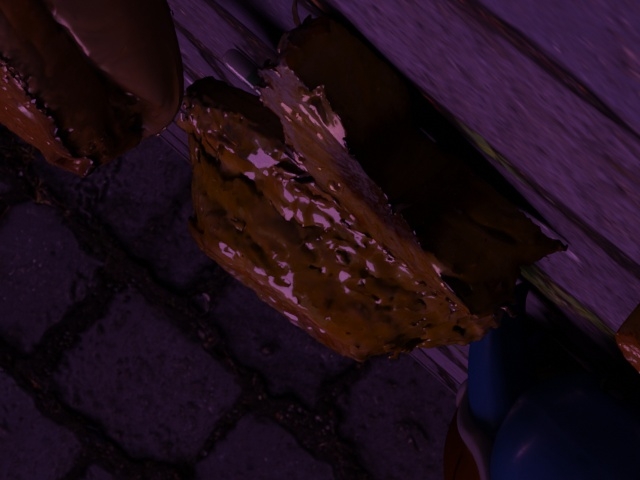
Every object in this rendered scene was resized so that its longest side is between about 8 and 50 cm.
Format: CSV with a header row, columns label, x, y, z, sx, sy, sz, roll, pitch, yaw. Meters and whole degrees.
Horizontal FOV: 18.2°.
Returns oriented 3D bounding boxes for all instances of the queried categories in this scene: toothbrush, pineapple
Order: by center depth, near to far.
label,x,y,z,sx,sy,sz,roll,pitch,yaw
pineapple,0.041,-0.053,1.256,0.233,0.079,0.135,49,166,-18
toothbrush,0.016,-0.074,1.674,0.257,0.018,0.024,41,-177,5

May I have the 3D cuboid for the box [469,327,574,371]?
label,x,y,z,sx,sy,sz,roll,pitch,yaw
box,0.170,0.094,1.836,0.201,0.042,0.212,40,177,-3

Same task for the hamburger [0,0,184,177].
label,x,y,z,sx,sy,sz,roll,pitch,yaw
hamburger,-0.216,-0.183,1.409,0.284,0.174,0.304,56,177,-18

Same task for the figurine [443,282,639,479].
label,x,y,z,sx,sy,sz,roll,pitch,yaw
figurine,0.184,0.175,1.607,0.298,0.243,0.416,51,156,4

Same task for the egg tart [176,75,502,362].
label,x,y,z,sx,sy,sz,roll,pitch,yaw
egg tart,0.000,0.000,1.471,0.294,0.123,0.294,35,177,2

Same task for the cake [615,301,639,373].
label,x,y,z,sx,sy,sz,roll,pitch,yaw
cake,0.204,0.064,1.100,0.084,0.044,0.084,42,175,5
